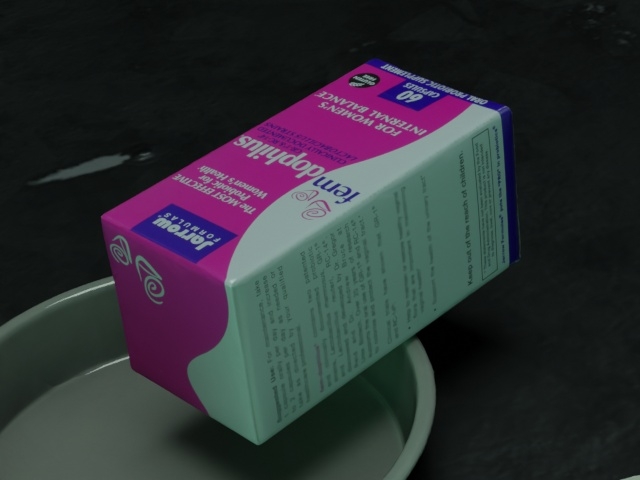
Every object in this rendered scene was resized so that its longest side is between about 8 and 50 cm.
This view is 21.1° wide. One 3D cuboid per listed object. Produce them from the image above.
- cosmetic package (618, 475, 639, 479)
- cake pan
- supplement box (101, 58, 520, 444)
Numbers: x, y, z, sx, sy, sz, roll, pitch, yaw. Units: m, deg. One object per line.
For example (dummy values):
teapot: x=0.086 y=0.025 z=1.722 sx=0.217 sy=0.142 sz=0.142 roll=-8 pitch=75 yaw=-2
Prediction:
cosmetic package: x=0.149 y=0.238 z=0.639 sx=0.129 sy=0.153 sz=0.296 roll=-10 pitch=32 yaw=-6
cake pan: x=-0.080 y=0.113 z=0.964 sx=0.293 sy=0.054 sz=0.293 roll=-5 pitch=33 yaw=3
supplement box: x=0.000 y=0.000 z=0.970 sx=0.111 sy=0.114 sz=0.220 roll=25 pitch=46 yaw=39
